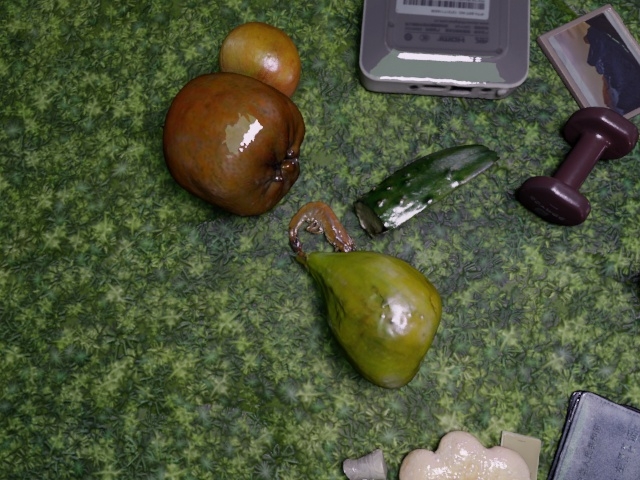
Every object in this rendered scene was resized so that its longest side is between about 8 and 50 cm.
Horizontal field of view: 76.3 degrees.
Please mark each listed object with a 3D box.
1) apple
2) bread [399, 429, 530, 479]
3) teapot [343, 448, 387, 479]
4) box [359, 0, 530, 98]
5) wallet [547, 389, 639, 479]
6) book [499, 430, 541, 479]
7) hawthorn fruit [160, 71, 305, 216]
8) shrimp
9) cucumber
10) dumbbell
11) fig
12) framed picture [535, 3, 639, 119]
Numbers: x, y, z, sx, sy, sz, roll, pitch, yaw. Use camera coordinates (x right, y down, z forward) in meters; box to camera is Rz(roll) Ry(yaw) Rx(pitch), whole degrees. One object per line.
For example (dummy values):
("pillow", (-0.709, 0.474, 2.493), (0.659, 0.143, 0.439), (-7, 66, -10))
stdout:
("apple", (-0.129, -0.384, 0.887), (0.182, 0.182, 0.155), (14, 68, 5))
("bread", (0.285, 0.529, 0.772), (0.316, 0.054, 0.316), (-1, 80, 7))
("teapot", (0.090, 0.457, 0.816), (0.083, 0.057, 0.067), (-13, 110, 6))
("box", (0.280, -0.512, 0.926), (0.367, 0.090, 0.373), (4, 81, 4))
("wallet", (0.555, 0.422, 0.802), (0.167, 0.036, 0.222), (22, 84, 6))
("book", (0.396, 0.447, 0.817), (0.077, 0.014, 0.111), (10, 82, 5))
("hawthorn fruit", (-0.187, -0.202, 0.818), (0.301, 0.268, 0.267), (23, 84, 11))
("shrimp", (0.000, 0.000, 0.893), (0.124, 0.034, 0.178), (-34, 80, 1))
("cucumber", (0.227, -0.127, 0.855), (0.325, 0.145, 0.105), (-30, 88, -6))
("dumbbell", (0.529, -0.151, 0.842), (0.140, 0.124, 0.225), (37, 85, 7))
("fig", (0.084, 0.118, 0.773), (0.314, 0.233, 0.233), (40, 85, -1))
("framed picture", (0.644, -0.394, 0.927), (0.192, 0.018, 0.265), (-27, 81, -2))
